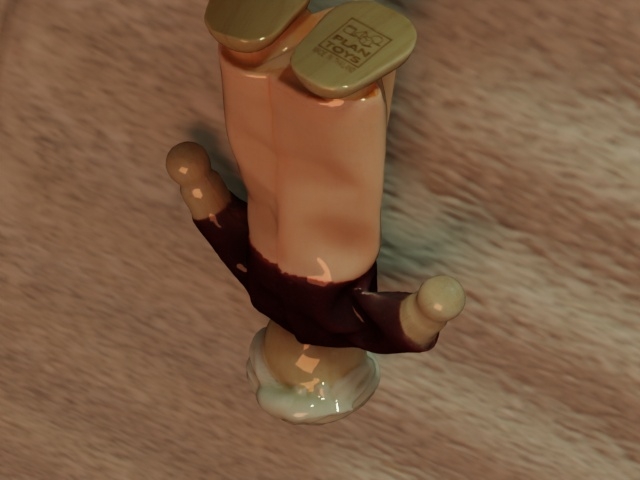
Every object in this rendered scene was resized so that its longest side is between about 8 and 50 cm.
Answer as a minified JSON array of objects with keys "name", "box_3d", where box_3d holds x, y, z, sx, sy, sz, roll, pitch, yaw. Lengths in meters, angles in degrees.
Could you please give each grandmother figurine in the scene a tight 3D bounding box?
[{"name":"grandmother figurine","box_3d":[0.000,0.000,0.956,0.208,0.104,0.342,37,147,27]}]
